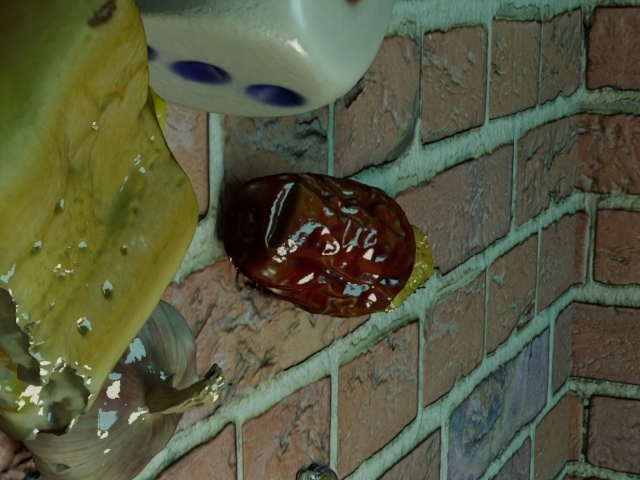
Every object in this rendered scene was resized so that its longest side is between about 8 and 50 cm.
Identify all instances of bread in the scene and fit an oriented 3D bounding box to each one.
[{"bbox_3d":[-0.285,-0.064,1.209,0.361,0.250,0.394,74,29,-42],"label":"bread"},{"bbox_3d":[0.102,0.034,2.152,0.229,0.143,0.139,-36,127,-61],"label":"bread"}]

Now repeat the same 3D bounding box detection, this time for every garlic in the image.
[{"bbox_3d":[-0.200,0.157,1.424,0.245,0.253,0.245,-1,91,-57],"label":"garlic"}]

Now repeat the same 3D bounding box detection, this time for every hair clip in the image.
[{"bbox_3d":[0.003,0.440,2.150,0.116,0.049,0.172,-58,138,-67],"label":"hair clip"}]

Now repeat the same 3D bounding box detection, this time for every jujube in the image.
[{"bbox_3d":[0.000,0.000,1.881,0.342,0.216,0.216,19,78,-50],"label":"jujube"}]

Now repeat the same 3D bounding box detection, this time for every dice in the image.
[{"bbox_3d":[-0.095,-0.323,1.476,0.277,0.304,0.304,40,59,-59],"label":"dice"}]

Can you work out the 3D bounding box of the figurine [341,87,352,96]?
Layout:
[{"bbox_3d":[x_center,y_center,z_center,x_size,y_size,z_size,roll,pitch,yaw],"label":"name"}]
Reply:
[{"bbox_3d":[-0.016,-0.271,1.884,0.162,0.141,0.237,-61,162,16],"label":"figurine"}]
